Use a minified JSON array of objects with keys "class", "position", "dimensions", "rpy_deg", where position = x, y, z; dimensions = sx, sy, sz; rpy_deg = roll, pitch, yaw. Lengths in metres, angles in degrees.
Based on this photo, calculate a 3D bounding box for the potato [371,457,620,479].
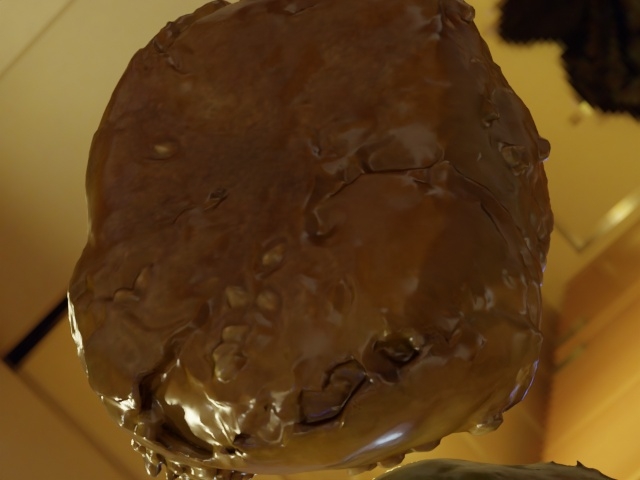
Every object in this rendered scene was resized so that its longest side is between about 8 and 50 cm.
[{"class":"potato","position":[0.132,0.216,1.180],"dimensions":[0.253,0.148,0.186],"rpy_deg":[18,-166,21]}]

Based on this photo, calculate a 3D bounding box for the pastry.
[{"class":"pastry","position":[0.000,0.000,1.012],"dimensions":[0.162,0.255,0.311],"rpy_deg":[70,-156,-50]}]
